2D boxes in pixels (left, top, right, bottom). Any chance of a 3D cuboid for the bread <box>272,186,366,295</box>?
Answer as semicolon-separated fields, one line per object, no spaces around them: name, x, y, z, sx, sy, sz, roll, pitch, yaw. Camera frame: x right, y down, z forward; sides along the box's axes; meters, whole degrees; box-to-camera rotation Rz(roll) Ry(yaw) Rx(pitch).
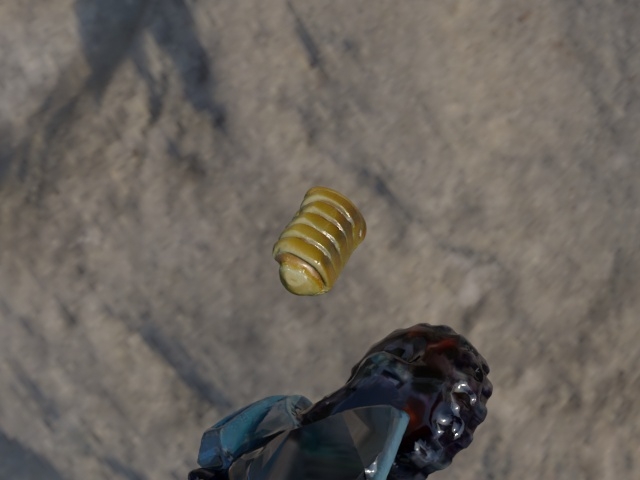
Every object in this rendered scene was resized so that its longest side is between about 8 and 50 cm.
bread;0.000;0.000;1.175;0.034;0.088;0.049;-27;106;36

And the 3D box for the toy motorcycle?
toy motorcycle;-0.005;0.240;1.297;0.232;0.416;0.172;-16;134;33
